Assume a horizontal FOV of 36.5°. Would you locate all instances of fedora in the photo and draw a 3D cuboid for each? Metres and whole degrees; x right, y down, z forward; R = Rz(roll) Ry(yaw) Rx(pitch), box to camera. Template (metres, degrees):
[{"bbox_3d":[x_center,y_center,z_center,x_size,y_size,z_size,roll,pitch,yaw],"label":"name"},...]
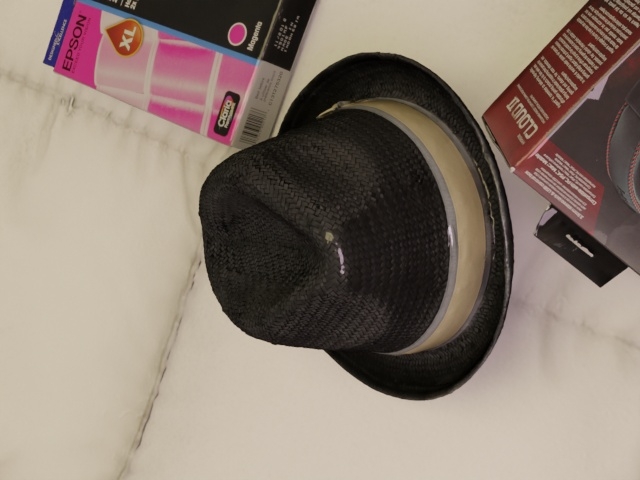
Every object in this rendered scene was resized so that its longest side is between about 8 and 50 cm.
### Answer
[{"bbox_3d":[0.000,0.000,0.806,0.334,0.152,0.334,25,121,53],"label":"fedora"}]

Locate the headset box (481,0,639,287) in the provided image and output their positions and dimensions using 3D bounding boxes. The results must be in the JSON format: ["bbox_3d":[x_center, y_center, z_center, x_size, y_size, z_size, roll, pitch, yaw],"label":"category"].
[{"bbox_3d":[0.274,-0.089,0.669,0.293,0.218,0.110,-47,20,19],"label":"headset box"}]

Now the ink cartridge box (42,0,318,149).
[{"bbox_3d":[-0.184,-0.235,1.068,0.371,0.069,0.176,25,99,34],"label":"ink cartridge box"}]
